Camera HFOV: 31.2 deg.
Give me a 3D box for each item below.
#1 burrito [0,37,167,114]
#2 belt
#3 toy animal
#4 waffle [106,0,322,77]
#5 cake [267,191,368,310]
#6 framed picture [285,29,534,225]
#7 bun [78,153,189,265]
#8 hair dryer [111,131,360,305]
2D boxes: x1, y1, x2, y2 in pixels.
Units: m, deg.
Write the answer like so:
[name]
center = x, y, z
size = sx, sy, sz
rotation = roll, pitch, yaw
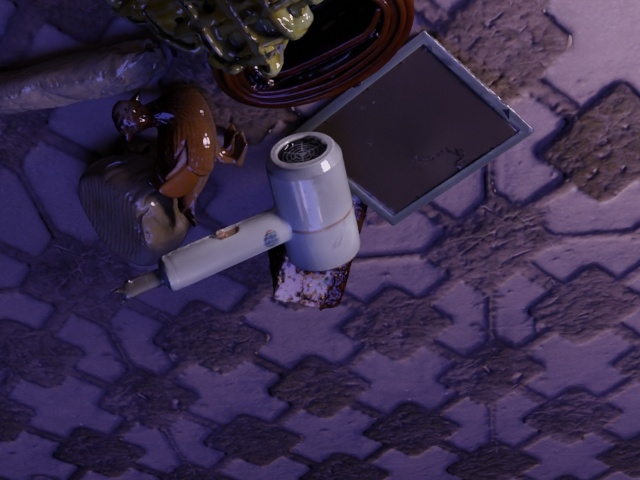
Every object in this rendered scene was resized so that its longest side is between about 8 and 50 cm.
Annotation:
[burrito]
center = -0.330, -0.203, 1.453
size = 0.275, 0.059, 0.082
rotation = -9, 160, 11
[belt]
center = -0.013, -0.258, 1.345
size = 0.261, 0.105, 0.184
rotation = -20, 140, 26
[toy animal]
center = -0.194, -0.110, 1.519
size = 0.179, 0.089, 0.188
rotation = 3, 103, -25
[waffle]
center = -0.137, -0.319, 1.193
size = 0.317, 0.073, 0.297
rotation = 22, 134, 5
[cake]
center = 0.003, -0.002, 1.692
size = 0.112, 0.135, 0.246
rotation = 10, 144, -15
[framed picture]
center = 0.118, -0.145, 1.547
size = 0.216, 0.016, 0.273
rotation = 39, 131, -22
[bun]
center = -0.253, -0.054, 1.622
size = 0.167, 0.113, 0.173
rotation = 53, 147, -6
[hair dryer]
center = -0.119, -0.002, 1.539
size = 0.357, 0.107, 0.173
rotation = -25, 126, -16
